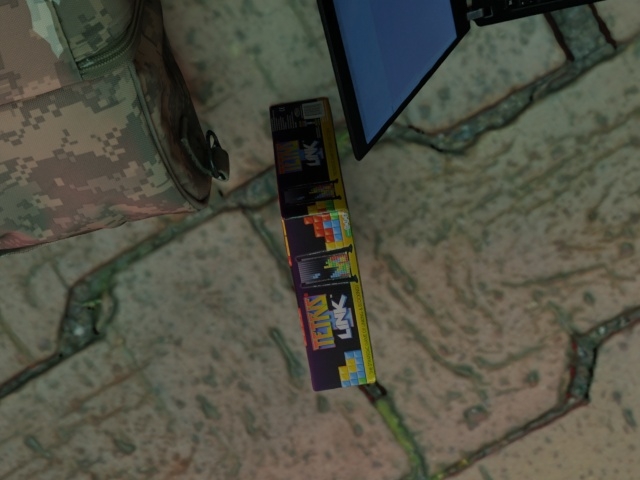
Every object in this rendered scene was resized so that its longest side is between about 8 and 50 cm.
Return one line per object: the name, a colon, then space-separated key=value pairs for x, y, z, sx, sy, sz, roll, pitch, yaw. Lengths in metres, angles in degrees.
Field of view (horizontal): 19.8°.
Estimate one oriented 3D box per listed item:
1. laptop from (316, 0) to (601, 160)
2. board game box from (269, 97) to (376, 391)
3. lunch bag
laptop: x=0.124 y=-0.205 z=1.169 sx=0.264 sy=0.137 sz=0.234 roll=-11 pitch=131 yaw=4
board game box: x=0.000 y=0.000 z=1.282 sx=0.048 sy=0.170 sz=0.141 roll=-8 pitch=120 yaw=0
lunch bag: x=-0.238 y=-0.095 z=1.192 sx=0.305 sy=0.213 sz=0.256 roll=-16 pitch=119 yaw=7
